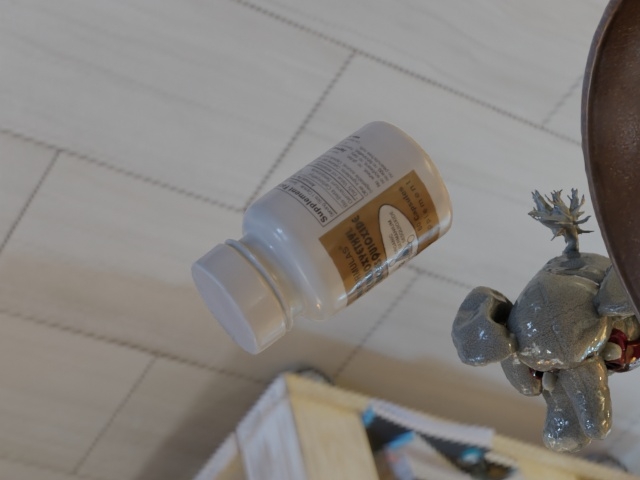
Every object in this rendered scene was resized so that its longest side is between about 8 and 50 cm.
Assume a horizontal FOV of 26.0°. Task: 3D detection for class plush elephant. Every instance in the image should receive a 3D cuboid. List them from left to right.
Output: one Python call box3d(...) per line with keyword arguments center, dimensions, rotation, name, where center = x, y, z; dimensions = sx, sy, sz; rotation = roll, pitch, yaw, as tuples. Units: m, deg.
box3d(center=(0.306, 0.113, 1.622), dimensions=(0.271, 0.255, 0.330), rotation=(-22, 98, 27), name="plush elephant")

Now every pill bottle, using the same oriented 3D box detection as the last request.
box3d(center=(0.000, 0.000, 1.294), dimensions=(0.229, 0.131, 0.131), rotation=(-36, 137, -18), name="pill bottle")

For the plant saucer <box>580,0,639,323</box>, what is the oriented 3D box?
box3d(center=(0.217, 0.017, 0.472), dimensions=(0.050, 0.310, 0.311), rotation=(-35, 138, -20), name="plant saucer")
